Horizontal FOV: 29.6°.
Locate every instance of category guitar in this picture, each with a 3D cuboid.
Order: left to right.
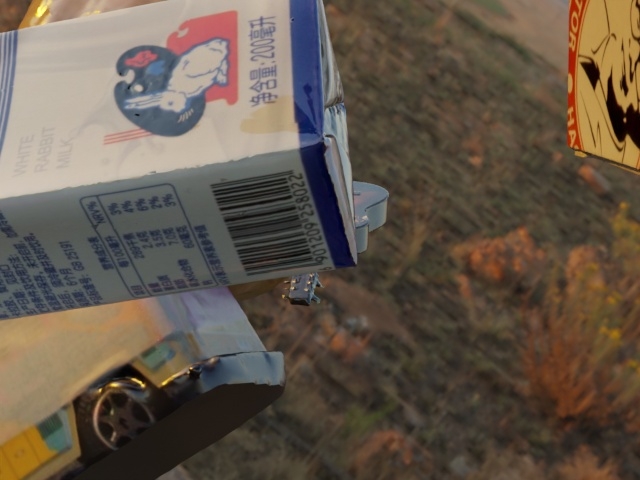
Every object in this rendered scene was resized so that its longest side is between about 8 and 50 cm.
[{"bbox_3d":[0.000,0.000,0.877,0.088,0.025,0.233,5,21,5],"label":"guitar"}]

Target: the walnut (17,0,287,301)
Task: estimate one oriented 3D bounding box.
[{"bbox_3d":[-0.128,-0.090,1.097,0.306,0.344,0.306,-5,28,3],"label":"walnut"}]

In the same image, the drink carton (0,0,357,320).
[{"bbox_3d":[-0.143,-0.037,0.651,0.106,0.315,0.130,71,11,-50],"label":"drink carton"}]

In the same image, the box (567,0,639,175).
[{"bbox_3d":[0.153,-0.198,0.465,0.069,0.353,0.214,-3,10,-3],"label":"box"}]

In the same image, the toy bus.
[{"bbox_3d":[-0.230,0.141,0.938,0.162,0.386,0.171,59,14,17],"label":"toy bus"}]
